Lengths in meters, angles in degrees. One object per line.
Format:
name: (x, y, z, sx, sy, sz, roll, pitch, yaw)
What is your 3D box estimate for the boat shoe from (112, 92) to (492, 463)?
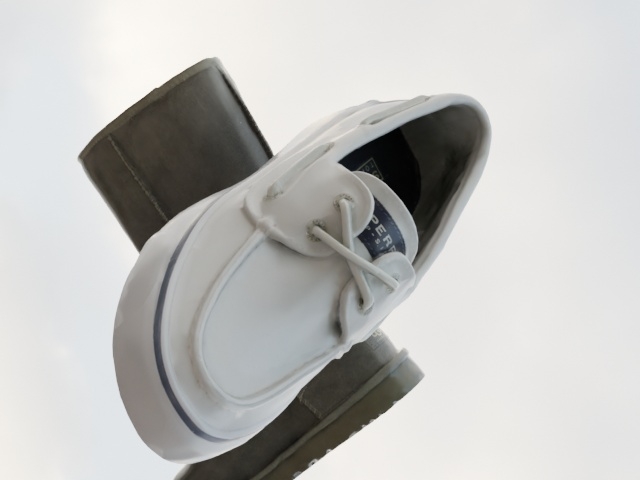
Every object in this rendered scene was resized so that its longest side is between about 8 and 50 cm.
boat shoe: (0.000, 0.000, 0.854, 0.084, 0.258, 0.095, -20, -68, 36)

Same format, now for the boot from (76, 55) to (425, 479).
boot: (-0.066, 0.035, 1.048, 0.189, 0.076, 0.208, -39, -89, 16)
